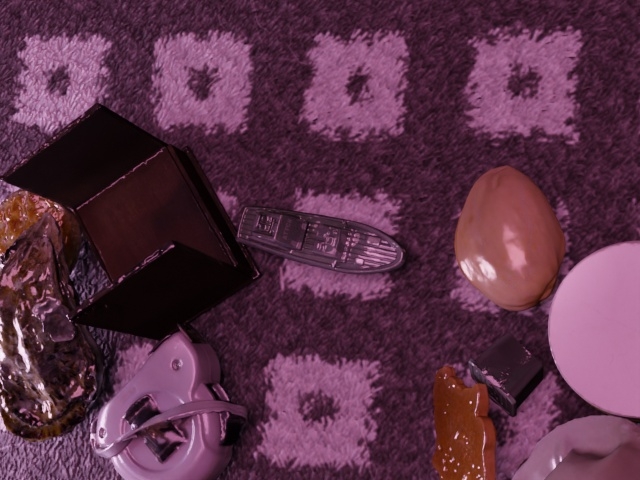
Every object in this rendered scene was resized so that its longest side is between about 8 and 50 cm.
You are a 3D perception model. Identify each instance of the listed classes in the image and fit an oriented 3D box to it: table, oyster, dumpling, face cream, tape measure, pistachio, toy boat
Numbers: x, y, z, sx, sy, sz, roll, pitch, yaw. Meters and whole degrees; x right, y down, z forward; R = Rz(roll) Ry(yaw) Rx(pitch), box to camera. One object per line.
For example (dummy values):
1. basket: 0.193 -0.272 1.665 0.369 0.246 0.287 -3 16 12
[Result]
1. table: -0.267 -0.019 1.721 0.196 0.282 0.250 -33 71 10
2. oyster: -0.408 0.134 1.777 0.162 0.158 0.351 -4 105 -19
3. dumpling: 0.303 0.333 1.403 0.204 0.163 0.293 41 107 17
4. face cream: 0.409 0.121 1.525 0.218 0.179 0.218 -4 78 18
5. tape measure: -0.215 0.270 1.739 0.236 0.120 0.197 -46 72 10
6. pistachio: 0.254 -0.003 1.632 0.145 0.117 0.200 -15 75 0
7. toy boat: 0.000 0.000 1.735 0.261 0.085 0.078 13 82 20

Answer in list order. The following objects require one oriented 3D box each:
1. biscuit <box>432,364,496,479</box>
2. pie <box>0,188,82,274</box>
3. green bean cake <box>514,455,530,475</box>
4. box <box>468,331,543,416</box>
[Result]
1. biscuit: 0.194 0.275 1.592 0.035 0.162 0.250 5 49 -17
2. pie: -0.450 0.011 1.874 0.193 0.079 0.163 -45 69 21
3. green bean cake: 0.329 0.402 1.527 0.222 0.125 0.248 19 84 21
4. box: 0.250 0.177 1.604 0.069 0.122 0.084 -44 71 -7
